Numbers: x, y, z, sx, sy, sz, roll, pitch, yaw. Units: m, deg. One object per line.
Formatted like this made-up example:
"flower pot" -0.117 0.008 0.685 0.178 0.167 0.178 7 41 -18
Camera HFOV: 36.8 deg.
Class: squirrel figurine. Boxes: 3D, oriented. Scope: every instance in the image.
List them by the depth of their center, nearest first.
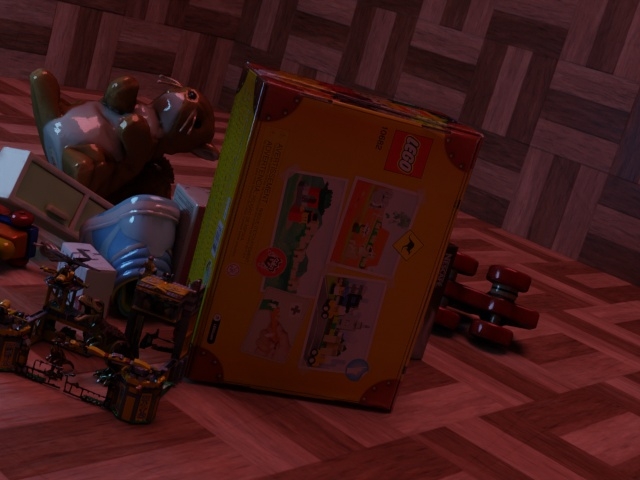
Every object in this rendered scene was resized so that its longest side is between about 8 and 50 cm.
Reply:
"squirrel figurine" -0.426 -0.209 2.183 0.370 0.397 0.281 -20 60 -26

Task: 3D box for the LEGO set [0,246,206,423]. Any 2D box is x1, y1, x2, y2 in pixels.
"LEGO set" -0.326 0.110 1.431 0.331 0.192 0.255 20 14 17

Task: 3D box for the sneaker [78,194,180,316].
"sneaker" -0.372 0.054 1.785 0.127 0.208 0.319 14 -23 -30

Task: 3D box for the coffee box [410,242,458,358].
"coffee box" 0.161 0.104 1.924 0.141 0.247 0.098 8 16 -33

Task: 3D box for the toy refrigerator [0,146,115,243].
"toy refrigerator" -0.519 -0.074 1.893 0.094 0.102 0.269 12 -17 34

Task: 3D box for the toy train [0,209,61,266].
"toy train" -0.570 0.015 1.746 0.248 0.105 0.143 19 24 10

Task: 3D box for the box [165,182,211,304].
"box" -0.221 0.030 1.794 0.126 0.232 0.148 10 15 -27

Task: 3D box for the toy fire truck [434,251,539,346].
"toy fire truck" 0.352 0.139 2.252 0.302 0.169 0.254 18 -5 4

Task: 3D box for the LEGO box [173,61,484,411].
"LEGO box" 0.000 0.000 1.603 0.372 0.500 0.193 12 14 -19

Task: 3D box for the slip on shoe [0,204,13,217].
"slip on shoe" -0.693 -0.098 2.035 0.123 0.101 0.331 17 15 -5

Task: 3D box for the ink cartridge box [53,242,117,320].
"ink cartridge box" -0.414 0.072 1.682 0.056 0.099 0.135 5 16 -36
